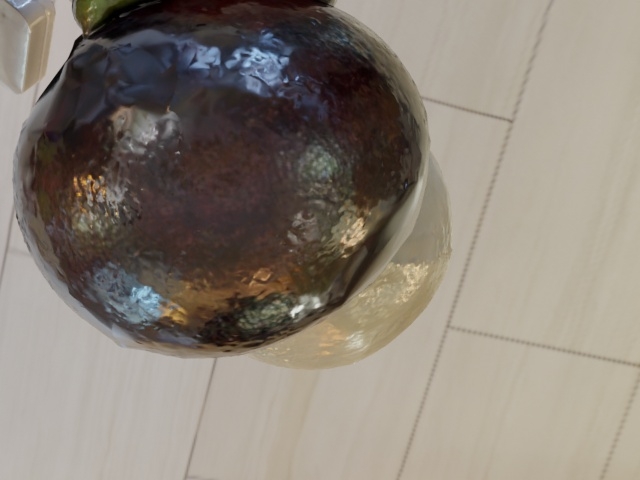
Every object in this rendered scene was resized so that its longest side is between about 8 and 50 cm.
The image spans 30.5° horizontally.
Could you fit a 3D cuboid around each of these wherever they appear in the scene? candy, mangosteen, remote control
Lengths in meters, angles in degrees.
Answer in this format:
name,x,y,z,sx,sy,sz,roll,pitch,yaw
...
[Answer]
name,x,y,z,sx,sy,sz,roll,pitch,yaw
candy,0.000,0.000,1.189,0.295,0.185,0.296,0,93,-8
mangosteen,-0.056,-0.048,0.592,0.216,0.216,0.216,-2,109,-6
remote control,-0.296,-0.210,0.842,0.250,0.103,0.034,38,58,5

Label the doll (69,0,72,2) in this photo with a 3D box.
name,x,y,z,sx,sy,sz,roll,pitch,yaw
doll,-0.119,-0.194,1.000,0.154,0.119,0.278,-32,65,-3
